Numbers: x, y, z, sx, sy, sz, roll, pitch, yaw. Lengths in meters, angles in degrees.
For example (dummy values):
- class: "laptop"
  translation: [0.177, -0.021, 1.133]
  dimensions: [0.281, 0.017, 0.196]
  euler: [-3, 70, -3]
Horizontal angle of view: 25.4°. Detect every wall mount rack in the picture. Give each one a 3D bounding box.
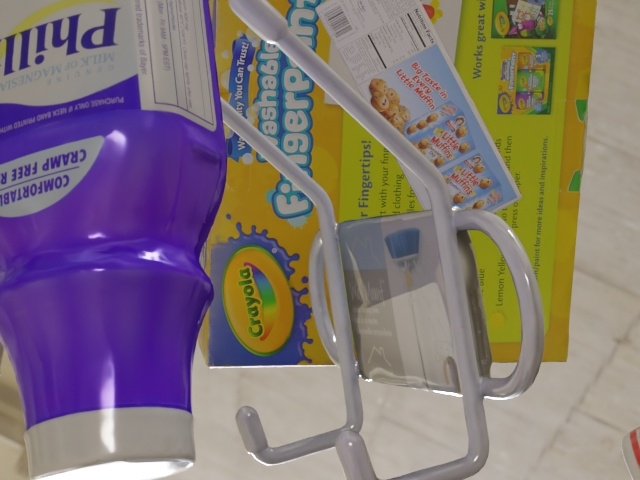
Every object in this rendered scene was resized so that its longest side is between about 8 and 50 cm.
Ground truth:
- class: "wall mount rack"
  translation: [0.000, 0.000, 0.909]
  dimensions: [0.350, 0.130, 0.304]
  euler: [174, 85, -69]

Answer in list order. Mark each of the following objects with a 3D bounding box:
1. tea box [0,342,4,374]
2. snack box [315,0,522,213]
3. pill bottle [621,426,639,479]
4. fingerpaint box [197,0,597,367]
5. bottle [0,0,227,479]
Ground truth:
- class: "tea box"
  translation: [-0.493, -0.002, 1.343]
  dimensions: [0.323, 0.329, 0.220]
  euler: [8, -85, -75]
- class: "snack box"
  translation: [0.067, -0.092, 0.952]
  dimensions: [0.064, 0.178, 0.022]
  euler: [-28, 7, 7]
- class: "pill bottle"
  translation: [0.522, 0.245, 1.702]
  dimensions: [0.283, 0.161, 0.161]
  euler: [-30, 3, 17]
- class: "fingerpaint box"
  translation: [0.064, -0.109, 1.412]
  dimensions: [0.163, 0.371, 0.444]
  euler: [-126, 37, -73]
- class: "bottle"
  translation: [-0.100, -0.041, 0.601]
  dimensions: [0.092, 0.118, 0.283]
  euler: [26, -126, -61]
